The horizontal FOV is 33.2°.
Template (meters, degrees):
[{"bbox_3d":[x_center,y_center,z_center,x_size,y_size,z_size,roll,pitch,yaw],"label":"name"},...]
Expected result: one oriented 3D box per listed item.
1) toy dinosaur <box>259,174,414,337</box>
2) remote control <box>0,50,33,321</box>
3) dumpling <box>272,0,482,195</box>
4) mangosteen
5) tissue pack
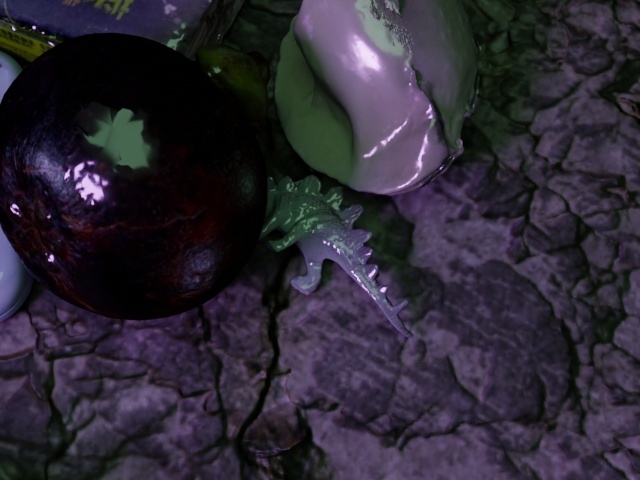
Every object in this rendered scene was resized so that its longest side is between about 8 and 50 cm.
[{"bbox_3d":[0.000,-0.001,0.841,0.209,0.039,0.082,43,75,15],"label":"toy dinosaur"},{"bbox_3d":[-0.278,-0.049,0.864,0.087,0.047,0.244,-8,68,2],"label":"remote control"},{"bbox_3d":[0.032,-0.149,0.862,0.173,0.142,0.247,-20,62,31],"label":"dumpling"},{"bbox_3d":[-0.130,-0.051,0.780,0.216,0.216,0.216,-1,70,2],"label":"mangosteen"},{"bbox_3d":[-0.191,-0.222,0.910,0.236,0.073,0.173,22,72,9],"label":"tissue pack"}]
